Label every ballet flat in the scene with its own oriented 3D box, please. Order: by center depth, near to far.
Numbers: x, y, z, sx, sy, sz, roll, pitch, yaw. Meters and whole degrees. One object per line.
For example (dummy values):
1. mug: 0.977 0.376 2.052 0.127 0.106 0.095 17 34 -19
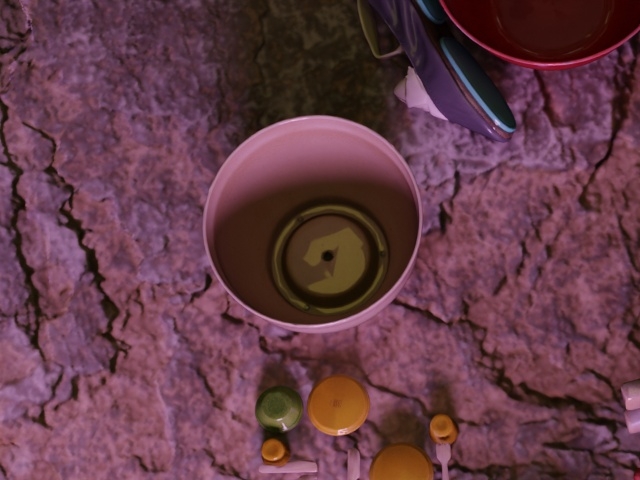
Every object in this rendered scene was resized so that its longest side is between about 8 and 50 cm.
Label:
1. ballet flat: 0.079 -0.150 1.524 0.074 0.074 0.203 -29 77 -2

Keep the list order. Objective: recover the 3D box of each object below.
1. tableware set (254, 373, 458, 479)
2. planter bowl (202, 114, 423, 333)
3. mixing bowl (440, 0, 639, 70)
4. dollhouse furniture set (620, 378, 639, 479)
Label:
1. tableware set: 0.026 0.151 1.457 0.154 0.024 0.104 -3 69 8
2. planter bowl: 0.000 0.000 1.460 0.162 0.109 0.162 -2 73 7
3. mixing bowl: 0.179 -0.202 1.503 0.181 0.098 0.181 -2 73 8
4. dollhouse furniture set: 0.321 0.277 1.290 0.152 0.201 0.374 -14 65 4
